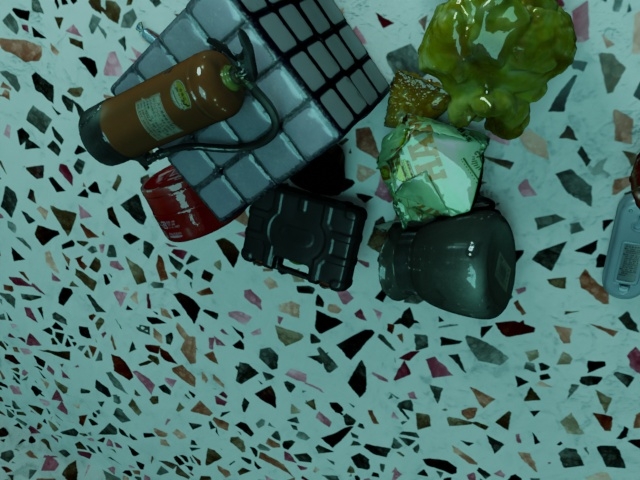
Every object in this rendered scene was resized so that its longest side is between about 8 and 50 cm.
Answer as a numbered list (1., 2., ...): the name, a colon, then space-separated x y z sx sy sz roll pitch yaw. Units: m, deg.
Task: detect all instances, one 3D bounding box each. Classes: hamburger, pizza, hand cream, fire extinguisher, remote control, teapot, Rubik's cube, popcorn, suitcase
1. hamburger: 0.217 -0.134 1.318 0.214 0.125 0.235 12 114 6
2. pizza: 0.188 -0.291 1.313 0.131 0.041 0.178 45 128 -15
3. hand cream: -0.292 -0.106 1.519 0.230 0.230 0.149 -8 115 27
4. fire extinguisher: -0.219 -0.220 1.095 0.376 0.113 0.200 -16 154 32
5. remote control: 0.631 0.015 1.309 0.087 0.047 0.244 10 121 21
6. teapot: 0.269 0.047 1.407 0.285 0.305 0.223 2 91 34
7. Rubik's cube: -0.122 -0.299 1.259 0.345 0.337 0.343 -30 104 35
8. popcorn: 0.301 -0.321 1.134 0.277 0.225 0.276 12 121 20
9. suitcase: -0.042 -0.014 1.505 0.286 0.066 0.206 17 103 24

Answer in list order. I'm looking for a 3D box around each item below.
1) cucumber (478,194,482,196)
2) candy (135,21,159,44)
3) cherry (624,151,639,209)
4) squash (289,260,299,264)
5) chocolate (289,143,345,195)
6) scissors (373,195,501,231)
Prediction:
1. cucumber: 0.265 -0.089 1.410 0.184 0.033 0.036 0 144 23
2. candy: -0.382 -0.462 1.464 0.083 0.020 0.030 38 128 -4
3. cherry: 0.671 -0.095 1.145 0.250 0.175 0.192 35 98 -9
4. squash: 0.000 0.000 1.560 0.201 0.066 0.066 -31 104 27
5. chocolate: 0.011 -0.167 1.436 0.125 0.080 0.149 34 145 -16
6. scissors: 0.248 -0.047 1.436 0.300 0.022 0.109 -9 142 33
